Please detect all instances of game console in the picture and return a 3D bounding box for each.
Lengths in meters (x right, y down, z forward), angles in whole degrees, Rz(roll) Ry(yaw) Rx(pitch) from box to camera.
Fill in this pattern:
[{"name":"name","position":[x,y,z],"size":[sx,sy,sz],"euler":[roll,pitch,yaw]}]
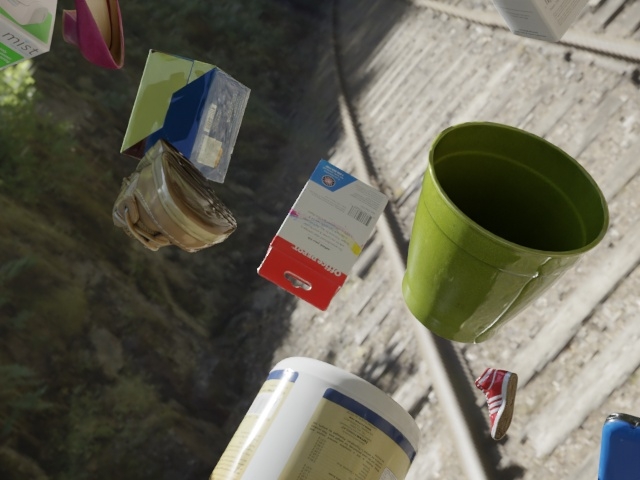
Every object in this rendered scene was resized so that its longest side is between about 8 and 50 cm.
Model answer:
[{"name":"game console","position":[0.533,0.290,1.223],"size":[0.173,0.293,0.250],"euler":[-57,-31,-38]}]

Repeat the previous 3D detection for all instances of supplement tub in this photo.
[{"name":"supplement tub","position":[-0.031,0.337,1.200],"size":[0.316,0.228,0.228],"euler":[-59,14,-23]}]

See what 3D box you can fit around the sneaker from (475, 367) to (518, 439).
[{"name":"sneaker","position":[0.295,0.276,1.581],"size":[0.067,0.042,0.119],"euler":[13,92,42]}]

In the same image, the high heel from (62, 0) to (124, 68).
[{"name":"high heel","position":[-0.291,-0.350,1.208],"size":[0.082,0.117,0.244],"euler":[-17,-51,-46]}]

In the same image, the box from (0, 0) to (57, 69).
[{"name":"box","position":[-0.537,-0.342,1.265],"size":[0.231,0.262,0.127],"euler":[-11,64,27]}]

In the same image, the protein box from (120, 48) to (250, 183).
[{"name":"protein box","position":[-0.249,-0.228,1.741],"size":[0.201,0.135,0.200],"euler":[10,-84,-76]}]

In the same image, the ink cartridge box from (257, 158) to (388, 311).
[{"name":"ink cartridge box","position":[0.000,0.000,1.519],"size":[0.231,0.134,0.078],"euler":[-60,0,-22]}]

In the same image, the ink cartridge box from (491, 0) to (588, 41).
[{"name":"ink cartridge box","position":[0.270,-0.388,1.170],"size":[0.160,0.219,0.092],"euler":[-52,38,-8]}]

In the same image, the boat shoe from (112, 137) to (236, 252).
[{"name":"boat shoe","position":[-0.186,-0.036,1.117],"size":[0.110,0.121,0.341],"euler":[-44,16,1]}]

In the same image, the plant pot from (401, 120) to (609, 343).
[{"name":"plant pot","position":[0.331,0.013,1.860],"size":[0.367,0.366,0.353],"euler":[-65,-3,-47]}]
